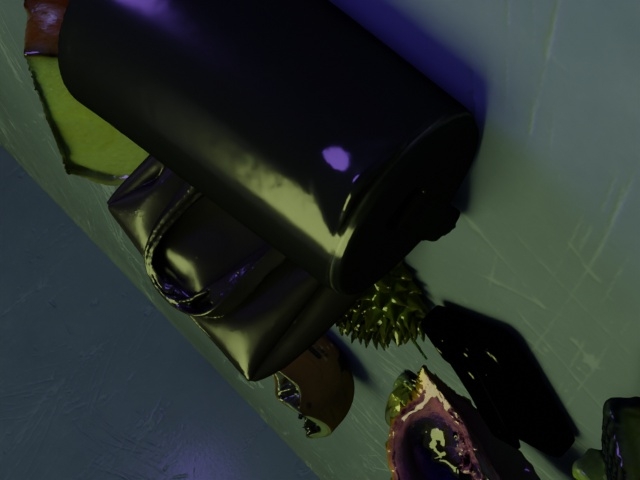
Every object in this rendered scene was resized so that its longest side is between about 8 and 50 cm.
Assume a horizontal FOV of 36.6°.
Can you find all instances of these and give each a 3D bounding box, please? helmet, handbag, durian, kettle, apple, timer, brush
[{"bbox_3d":[-0.022,0.226,1.672,0.224,0.130,0.198,52,163,26],"label":"helmet"},{"bbox_3d":[-0.074,-0.019,1.067,0.285,0.257,0.113,49,-155,9],"label":"handbag"},{"bbox_3d":[0.200,0.299,1.160,0.153,0.187,0.260,-54,44,41],"label":"durian"},{"bbox_3d":[-0.039,-0.098,0.826,0.308,0.203,0.262,39,160,19],"label":"kettle"},{"bbox_3d":[-0.310,-0.211,1.305,0.254,0.179,0.346,31,159,12],"label":"apple"},{"bbox_3d":[-0.001,0.003,1.195,0.355,0.157,0.169,42,-161,22],"label":"durian"},{"bbox_3d":[0.195,0.163,1.083,0.187,0.055,0.144,55,162,-26],"label":"timer"},{"bbox_3d":[0.126,0.280,1.534,0.068,0.060,0.297,41,163,16],"label":"brush"}]

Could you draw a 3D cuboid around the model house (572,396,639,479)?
[{"bbox_3d":[0.291,0.233,0.793,0.211,0.170,0.194,38,164,33],"label":"model house"}]
